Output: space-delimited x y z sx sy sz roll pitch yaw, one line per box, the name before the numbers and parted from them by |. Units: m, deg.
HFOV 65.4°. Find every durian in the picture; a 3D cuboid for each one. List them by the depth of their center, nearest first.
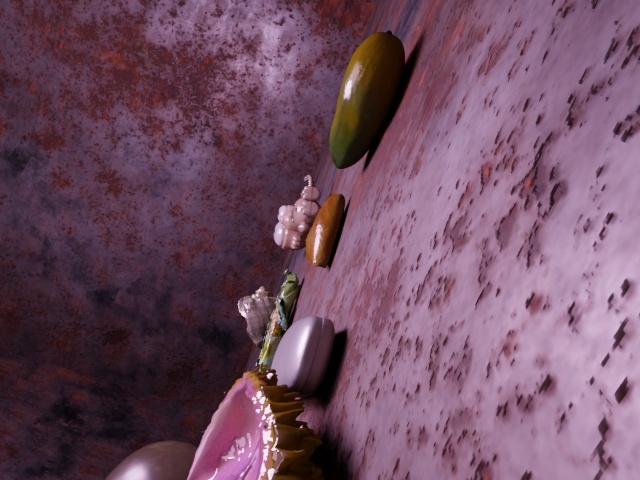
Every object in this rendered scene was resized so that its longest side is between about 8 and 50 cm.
durian | -0.057 0.228 0.495 0.191 0.112 0.341 -64 10 -28

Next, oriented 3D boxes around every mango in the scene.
mango | 0.071 -0.228 0.827 0.237 0.091 0.137 117 176 -56

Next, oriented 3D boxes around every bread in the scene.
bread | 0.002 0.004 0.932 0.136 0.054 0.154 -83 10 -52

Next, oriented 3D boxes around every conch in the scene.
conch | -0.160 0.214 1.357 0.130 0.155 0.207 -40 46 44

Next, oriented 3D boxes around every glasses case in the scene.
glasses case | -0.028 0.156 0.650 0.233 0.059 0.092 120 169 -67

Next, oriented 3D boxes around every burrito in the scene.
burrito | -0.103 0.206 1.256 0.104 0.054 0.288 124 164 -69

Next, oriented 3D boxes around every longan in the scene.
longan | -0.316 0.584 1.006 0.350 0.288 0.288 -89 16 -44

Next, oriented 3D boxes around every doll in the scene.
doll | -0.059 -0.069 1.455 0.278 0.119 0.154 121 155 -58

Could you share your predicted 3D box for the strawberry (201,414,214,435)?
strawberry | -0.169 0.404 0.978 0.131 0.131 0.148 -81 -18 -62
